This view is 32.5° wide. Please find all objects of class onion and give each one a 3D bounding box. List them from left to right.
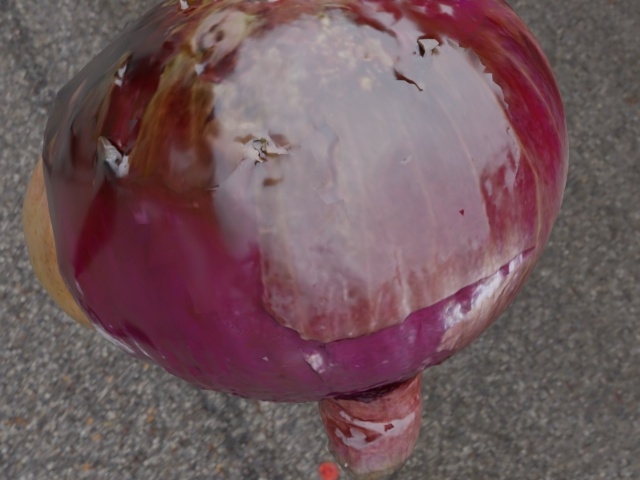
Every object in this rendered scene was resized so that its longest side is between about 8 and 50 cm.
[{"bbox_3d":[0.000,0.000,0.734,0.348,0.348,0.385,-43,127,-44],"label":"onion"}]

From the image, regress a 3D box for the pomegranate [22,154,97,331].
[{"bbox_3d":[-0.194,-0.047,1.301,0.338,0.338,0.338,17,52,-23],"label":"pomegranate"}]
